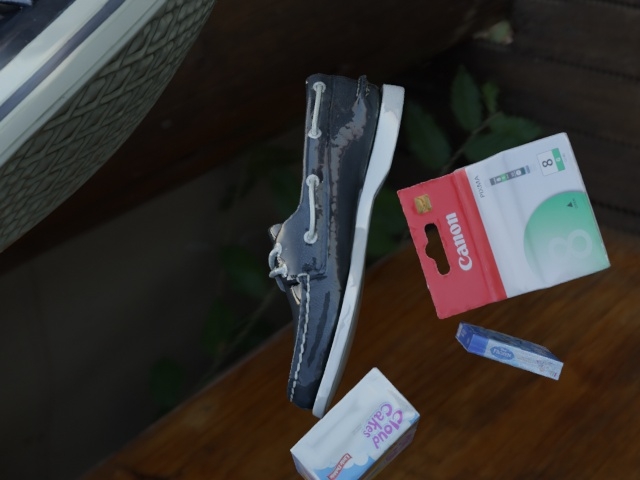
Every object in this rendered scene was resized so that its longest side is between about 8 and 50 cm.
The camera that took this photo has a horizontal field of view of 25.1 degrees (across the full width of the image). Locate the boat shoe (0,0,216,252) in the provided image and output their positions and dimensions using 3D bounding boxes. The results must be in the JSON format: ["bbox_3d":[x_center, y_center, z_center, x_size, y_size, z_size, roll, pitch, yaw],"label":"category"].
[{"bbox_3d":[-0.235,-0.045,0.744,0.156,0.500,0.187,45,162,5],"label":"boat shoe"}]

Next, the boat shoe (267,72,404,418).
[{"bbox_3d":[0.000,0.000,1.231,0.091,0.302,0.114,12,158,0],"label":"boat shoe"}]

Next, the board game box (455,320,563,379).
[{"bbox_3d":[0.179,0.104,1.375,0.090,0.090,0.020,19,94,-4],"label":"board game box"}]

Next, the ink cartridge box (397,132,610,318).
[{"bbox_3d":[0.230,-0.017,1.818,0.224,0.056,0.181,-18,87,0],"label":"ink cartridge box"}]

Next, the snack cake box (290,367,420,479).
[{"bbox_3d":[0.046,0.270,1.904,0.089,0.152,0.264,46,171,12],"label":"snack cake box"}]
